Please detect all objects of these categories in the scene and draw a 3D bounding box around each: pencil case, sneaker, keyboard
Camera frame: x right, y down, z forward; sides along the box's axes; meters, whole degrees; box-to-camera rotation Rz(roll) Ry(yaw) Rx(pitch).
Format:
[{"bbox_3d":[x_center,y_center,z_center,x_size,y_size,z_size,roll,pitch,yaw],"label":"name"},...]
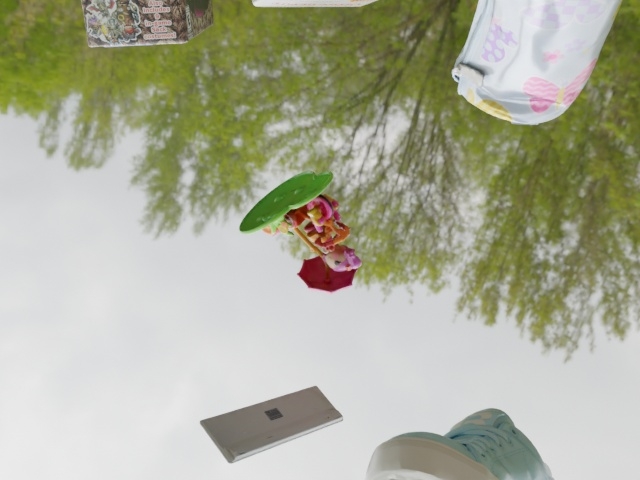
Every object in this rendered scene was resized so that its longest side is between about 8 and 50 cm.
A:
[{"bbox_3d":[0.181,-0.207,0.620,0.124,0.273,0.114,3,-112,4],"label":"pencil case"},{"bbox_3d":[0.151,0.238,0.793,0.135,0.366,0.150,-15,-126,24],"label":"sneaker"},{"bbox_3d":[-0.061,0.255,1.077,0.072,0.014,0.256,41,-156,28],"label":"keyboard"}]

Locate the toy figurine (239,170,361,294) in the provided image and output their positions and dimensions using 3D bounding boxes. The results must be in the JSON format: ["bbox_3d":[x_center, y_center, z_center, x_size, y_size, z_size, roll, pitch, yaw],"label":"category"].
[{"bbox_3d":[0.000,0.000,1.040,0.173,0.159,0.130,-18,-153,48],"label":"toy figurine"}]

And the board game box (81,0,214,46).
[{"bbox_3d":[-0.254,-0.443,1.092,0.141,0.291,0.232,-2,-157,3],"label":"board game box"}]

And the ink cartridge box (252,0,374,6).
[{"bbox_3d":[0.032,-0.379,0.892,0.171,0.168,0.232,-9,-172,-28],"label":"ink cartridge box"}]
